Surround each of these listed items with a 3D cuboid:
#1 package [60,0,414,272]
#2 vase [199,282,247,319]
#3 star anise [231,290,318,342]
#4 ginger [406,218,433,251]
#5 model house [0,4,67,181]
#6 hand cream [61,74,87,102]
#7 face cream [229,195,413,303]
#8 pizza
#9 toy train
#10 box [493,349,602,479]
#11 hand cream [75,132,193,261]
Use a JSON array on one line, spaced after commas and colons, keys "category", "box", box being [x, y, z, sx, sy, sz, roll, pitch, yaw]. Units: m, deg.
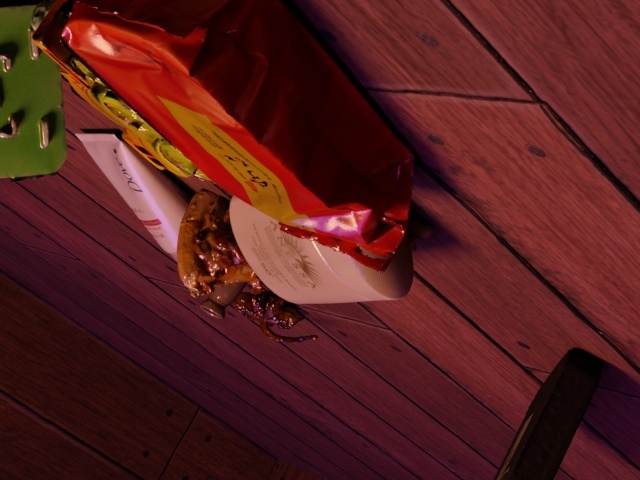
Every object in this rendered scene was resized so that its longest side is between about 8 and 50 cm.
[{"category": "package", "box": [-0.062, -0.121, 1.451, 0.196, 0.123, 0.423, 20, 164, 41]}, {"category": "vase", "box": [-0.145, 0.070, 2.325, 0.053, 0.101, 0.053, 27, 166, 7]}, {"category": "star anise", "box": [-0.067, 0.126, 2.443, 0.190, 0.070, 0.097, 9, 153, 49]}, {"category": "ginger", "box": [0.094, -0.006, 1.730, 0.097, 0.030, 0.048, 13, 150, 48]}, {"category": "model house", "box": [-0.481, -0.267, 1.795, 0.300, 0.340, 0.323, -7, -158, -14]}, {"category": "hand cream", "box": [-0.225, -0.154, 1.833, 0.080, 0.050, 0.234, 16, 165, 42]}, {"category": "face cream", "box": [0.000, 0.000, 1.789, 0.173, 0.081, 0.348, 58, 160, -10]}, {"category": "pizza", "box": [-0.099, 0.010, 2.044, 0.193, 0.154, 0.069, 9, 146, -2]}, {"category": "toy train", "box": [-0.193, -0.167, 1.601, 0.160, 0.100, 0.296, 19, 162, 43]}, {"category": "box", "box": [0.280, 0.272, 1.965, 0.058, 0.211, 0.350, 26, 165, 8]}, {"category": "hand cream", "box": [-0.237, -0.065, 2.115, 0.248, 0.083, 0.133, 47, 158, -24]}]
